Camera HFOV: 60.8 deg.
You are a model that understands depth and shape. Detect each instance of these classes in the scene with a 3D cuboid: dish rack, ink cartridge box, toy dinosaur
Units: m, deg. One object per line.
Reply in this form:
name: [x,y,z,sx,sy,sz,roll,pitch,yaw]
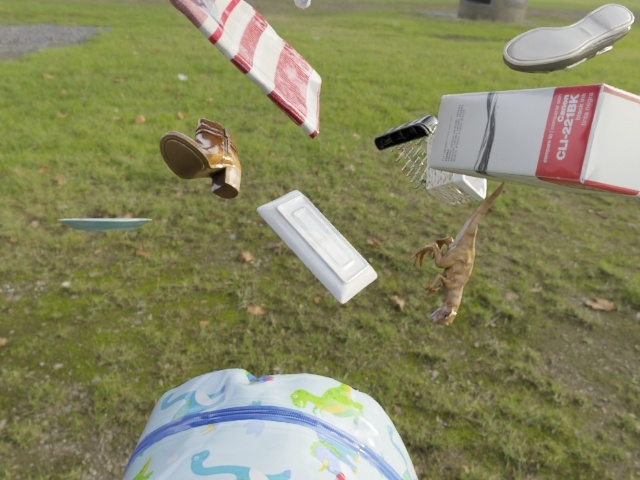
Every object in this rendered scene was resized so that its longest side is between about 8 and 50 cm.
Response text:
dish rack: [0.293,-0.207,1.476,0.074,0.271,0.208,-47,20,-22]
ink cartridge box: [0.313,-0.130,0.746,0.197,0.114,0.273,6,7,-28]
toy dinosaur: [0.197,0.017,0.778,0.064,0.211,0.112,18,-1,-41]

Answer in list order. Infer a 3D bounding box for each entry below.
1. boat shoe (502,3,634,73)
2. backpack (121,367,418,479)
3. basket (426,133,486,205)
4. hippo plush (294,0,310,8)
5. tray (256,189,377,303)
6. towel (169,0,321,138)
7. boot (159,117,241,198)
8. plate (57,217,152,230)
boat shoe: [0.546,-0.424,1.214,0.335,0.095,0.112,-23,60,-13]
backpack: [-0.029,0.270,0.443,0.290,0.355,0.273,-1,18,13]
basket: [0.317,-0.176,1.287,0.103,0.167,0.113,-17,-33,40]
hippo plush: [0.024,-0.469,0.861,0.294,0.236,0.234,-21,78,-33]
tray: [0.000,0.000,1.157,0.270,0.030,0.145,47,43,10]
towel: [-0.114,-0.354,0.995,0.329,0.037,0.237,41,30,-27]
boot: [-0.225,-0.180,1.028,0.073,0.197,0.152,-22,54,20]
plate: [-0.457,-0.035,1.163,0.188,0.024,0.188,1,4,0]
